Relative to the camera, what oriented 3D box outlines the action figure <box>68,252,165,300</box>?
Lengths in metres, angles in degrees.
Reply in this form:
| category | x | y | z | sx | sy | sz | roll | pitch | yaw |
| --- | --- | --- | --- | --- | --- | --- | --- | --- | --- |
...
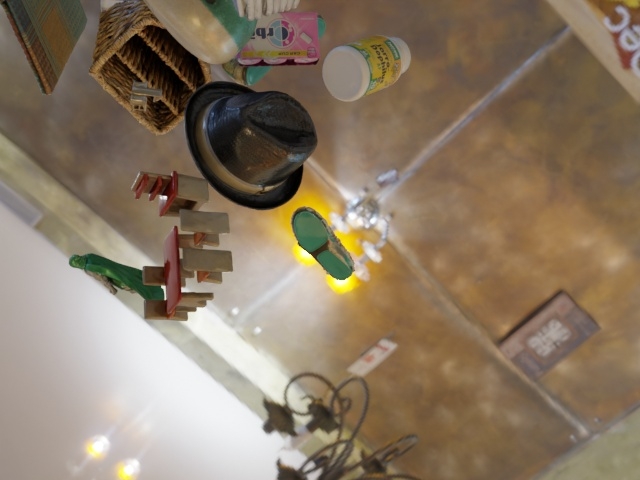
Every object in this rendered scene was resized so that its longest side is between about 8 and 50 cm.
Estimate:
| category | x | y | z | sx | sy | sz | roll | pitch | yaw |
| --- | --- | --- | --- | --- | --- | --- | --- | --- | --- |
| action figure | -0.475 | 0.085 | 1.856 | 0.232 | 0.063 | 0.137 | 28 | -166 | -29 |

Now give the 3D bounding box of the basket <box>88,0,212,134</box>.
| category | x | y | z | sx | sy | sz | roll | pitch | yaw |
| --- | --- | --- | --- | --- | --- | --- | --- | --- | --- |
| basket | -0.410 | -0.451 | 2.041 | 0.299 | 0.213 | 0.223 | 48 | -148 | -49 |

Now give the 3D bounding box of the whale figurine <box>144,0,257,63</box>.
| category | x | y | z | sx | sy | sz | roll | pitch | yaw |
| --- | --- | --- | --- | --- | --- | --- | --- | --- | --- |
| whale figurine | -0.203 | -0.395 | 1.191 | 0.272 | 0.141 | 0.216 | 47 | 177 | -6 |

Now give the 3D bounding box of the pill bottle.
| category | x | y | z | sx | sy | sz | roll | pitch | yaw |
| --- | --- | --- | --- | --- | --- | --- | --- | --- | --- |
| pill bottle | 0.107 | -0.382 | 1.742 | 0.118 | 0.117 | 0.208 | 50 | -137 | 9 |

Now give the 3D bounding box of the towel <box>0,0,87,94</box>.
| category | x | y | z | sx | sy | sz | roll | pitch | yaw |
| --- | --- | --- | --- | --- | --- | --- | --- | --- | --- |
| towel | -0.676 | -0.566 | 1.967 | 0.370 | 0.040 | 0.271 | -88 | -11 | -47 |

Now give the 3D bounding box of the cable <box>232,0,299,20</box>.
| category | x | y | z | sx | sy | sz | roll | pitch | yaw |
| --- | --- | --- | --- | --- | --- | --- | --- | --- | --- |
| cable | -0.087 | -0.400 | 0.960 | 0.257 | 0.089 | 0.257 | -121 | 18 | -62 |

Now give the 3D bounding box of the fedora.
| category | x | y | z | sx | sy | sz | roll | pitch | yaw |
| --- | --- | --- | --- | --- | --- | --- | --- | --- | --- |
| fedora | -0.122 | -0.226 | 1.702 | 0.334 | 0.152 | 0.334 | 25 | -126 | -39 |

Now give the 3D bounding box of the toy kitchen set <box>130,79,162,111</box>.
| category | x | y | z | sx | sy | sz | roll | pitch | yaw |
| --- | --- | --- | --- | --- | --- | --- | --- | --- | --- |
| toy kitchen set | -0.405 | -0.319 | 1.862 | 0.068 | 0.075 | 0.083 | 5 | -138 | -10 |

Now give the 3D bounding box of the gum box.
| category | x | y | z | sx | sy | sz | roll | pitch | yaw |
| --- | --- | --- | --- | --- | --- | --- | --- | --- | --- |
| gum box | -0.101 | -0.457 | 1.819 | 0.062 | 0.188 | 0.107 | 160 | 107 | -80 |

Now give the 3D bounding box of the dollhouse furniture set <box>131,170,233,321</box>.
| category | x | y | z | sx | sy | sz | roll | pitch | yaw |
| --- | --- | --- | --- | --- | --- | --- | --- | --- | --- |
| dollhouse furniture set | -0.283 | 0.006 | 1.518 | 0.135 | 0.262 | 0.259 | 5 | -117 | -27 |

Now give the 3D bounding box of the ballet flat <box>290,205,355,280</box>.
| category | x | y | z | sx | sy | sz | roll | pitch | yaw |
| --- | --- | --- | --- | --- | --- | --- | --- | --- | --- |
| ballet flat | 0.000 | 0.000 | 1.860 | 0.241 | 0.091 | 0.077 | 56 | -166 | -34 |

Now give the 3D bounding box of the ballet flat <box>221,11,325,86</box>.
| category | x | y | z | sx | sy | sz | roll | pitch | yaw |
| --- | --- | --- | --- | --- | --- | --- | --- | --- | --- |
| ballet flat | -0.129 | -0.527 | 2.126 | 0.123 | 0.123 | 0.348 | 47 | -123 | 0 |

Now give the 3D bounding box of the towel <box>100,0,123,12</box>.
| category | x | y | z | sx | sy | sz | roll | pitch | yaw |
| --- | --- | --- | --- | --- | --- | --- | --- | --- | --- |
| towel | -0.598 | -0.746 | 2.444 | 0.034 | 0.285 | 0.209 | 8 | -164 | 23 |
